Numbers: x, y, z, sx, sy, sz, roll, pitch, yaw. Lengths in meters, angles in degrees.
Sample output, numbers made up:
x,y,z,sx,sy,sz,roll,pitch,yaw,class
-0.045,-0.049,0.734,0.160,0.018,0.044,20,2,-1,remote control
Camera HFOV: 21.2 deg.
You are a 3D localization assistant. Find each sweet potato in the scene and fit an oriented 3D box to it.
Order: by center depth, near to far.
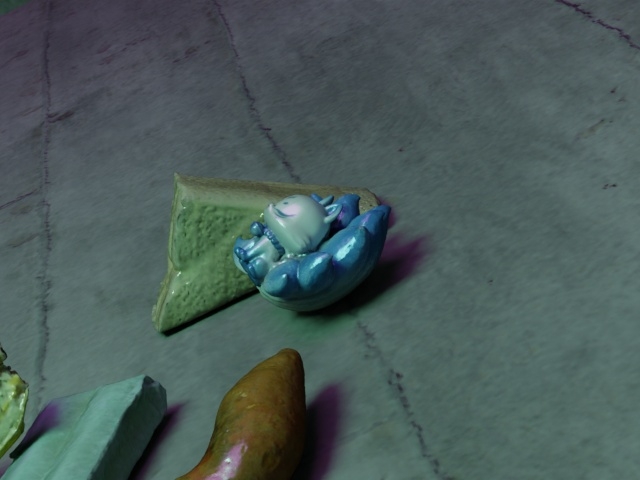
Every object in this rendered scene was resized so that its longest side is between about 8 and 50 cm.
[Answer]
x,y,z,sx,sy,sz,roll,pitch,yaw,class
-0.043,0.118,0.906,0.058,0.055,0.202,-58,-2,41,sweet potato

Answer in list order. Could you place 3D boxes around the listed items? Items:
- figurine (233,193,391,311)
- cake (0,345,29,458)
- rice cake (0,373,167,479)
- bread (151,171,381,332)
x,y,z,sx,sy,sz,roll,pitch,yaw,class
0.000,0.000,1.106,0.114,0.079,0.114,-27,14,7,figurine
-0.242,0.136,1.060,0.185,0.080,0.116,-58,6,1,cake
-0.154,0.150,0.981,0.085,0.040,0.226,-18,22,20,rice cake
-0.039,0.011,1.210,0.152,0.105,0.077,5,19,-7,bread
